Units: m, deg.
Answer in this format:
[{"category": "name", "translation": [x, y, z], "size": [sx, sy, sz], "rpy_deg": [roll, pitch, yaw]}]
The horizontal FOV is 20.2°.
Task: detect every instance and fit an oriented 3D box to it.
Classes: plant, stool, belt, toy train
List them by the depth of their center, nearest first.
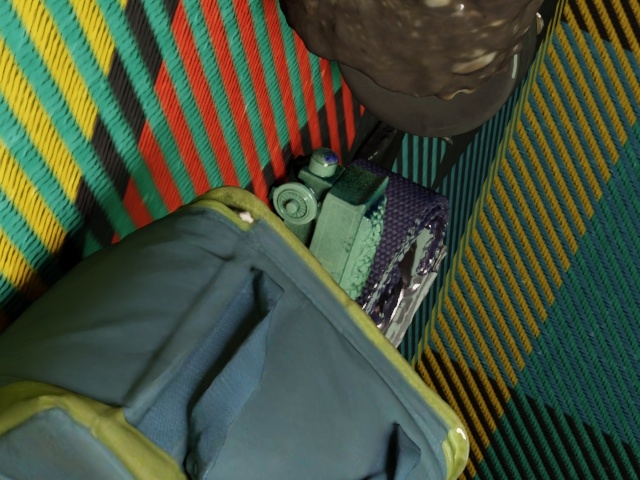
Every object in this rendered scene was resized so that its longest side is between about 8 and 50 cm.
[{"category": "plant", "translation": [0.083, -0.233, 1.099], "size": [0.199, 0.188, 0.276], "rpy_deg": [-57, 168, -44]}, {"category": "stool", "translation": [0.109, -0.194, 1.449], "size": [0.139, 0.153, 0.228], "rpy_deg": [-52, 164, -53]}, {"category": "toy train", "translation": [0.000, 0.000, 1.531], "size": [0.070, 0.099, 0.172], "rpy_deg": [-51, 164, -48]}, {"category": "belt", "translation": [0.020, 0.040, 1.666], "size": [0.230, 0.126, 0.139], "rpy_deg": [-64, 159, -2]}]

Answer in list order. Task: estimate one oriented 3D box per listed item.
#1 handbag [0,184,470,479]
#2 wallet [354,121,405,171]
[{"category": "handbag", "translation": [-0.078, 0.139, 0.984], "size": [0.222, 0.263, 0.241], "rpy_deg": [-38, -173, 33]}, {"category": "wallet", "translation": [0.042, -0.020, 1.939], "size": [0.146, 0.030, 0.285], "rpy_deg": [-50, 162, -48]}]
